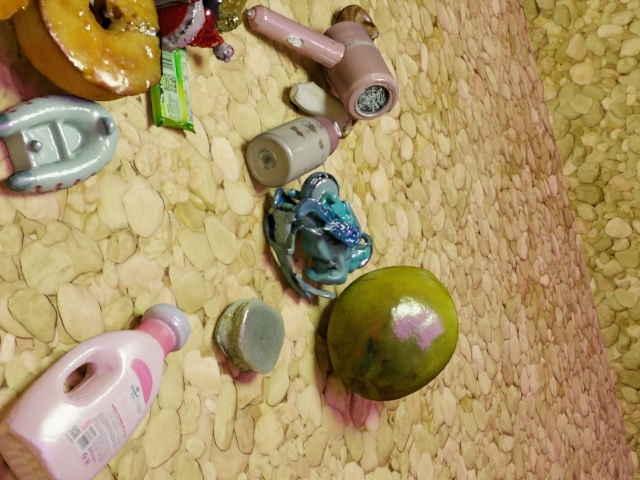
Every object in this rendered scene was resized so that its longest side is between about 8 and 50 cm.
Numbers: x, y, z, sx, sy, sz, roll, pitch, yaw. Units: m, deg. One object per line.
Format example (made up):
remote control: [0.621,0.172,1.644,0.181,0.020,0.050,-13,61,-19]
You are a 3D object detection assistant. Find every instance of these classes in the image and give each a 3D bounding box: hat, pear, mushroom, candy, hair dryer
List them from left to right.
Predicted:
candy: [-0.258,-0.272,1.420,0.102,0.032,0.178,0,80,-59]
hat: [-0.207,-0.362,1.397,0.227,0.140,0.129,19,48,-61]
hair dryer: [-0.008,-0.388,1.720,0.352,0.125,0.210,16,37,-36]
mushroom: [0.002,-0.287,1.784,0.209,0.071,0.084,24,96,-48]
mushroom: [0.084,-0.492,1.941,0.109,0.085,0.126,44,37,9]
pear: [0.152,0.186,1.728,0.321,0.269,0.269,-49,124,-31]

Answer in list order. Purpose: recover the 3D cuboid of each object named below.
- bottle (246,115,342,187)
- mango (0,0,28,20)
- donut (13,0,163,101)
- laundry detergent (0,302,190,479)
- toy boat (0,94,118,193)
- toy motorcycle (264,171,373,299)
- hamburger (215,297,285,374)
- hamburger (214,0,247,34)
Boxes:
bottle: [-0.043,-0.187,1.652,0.233,0.109,0.110,-36,111,-55]
mango: [-0.497,-0.304,0.957,0.199,0.201,0.350,46,42,13]
donut: [-0.333,-0.318,1.210,0.253,0.118,0.254,38,36,-36]
laundry detergent: [-0.305,0.208,1.183,0.335,0.087,0.159,-51,123,-50]
toy boat: [-0.369,-0.143,1.184,0.207,0.078,0.134,-27,102,-54]
toy motorcycle: [0.000,0.000,1.653,0.206,0.154,0.260,-48,129,-22]
hamburger: [-0.122,0.169,1.487,0.140,0.062,0.133,47,50,-43]
hamburger: [-0.199,-0.479,1.479,0.215,0.122,0.189,54,40,-38]
